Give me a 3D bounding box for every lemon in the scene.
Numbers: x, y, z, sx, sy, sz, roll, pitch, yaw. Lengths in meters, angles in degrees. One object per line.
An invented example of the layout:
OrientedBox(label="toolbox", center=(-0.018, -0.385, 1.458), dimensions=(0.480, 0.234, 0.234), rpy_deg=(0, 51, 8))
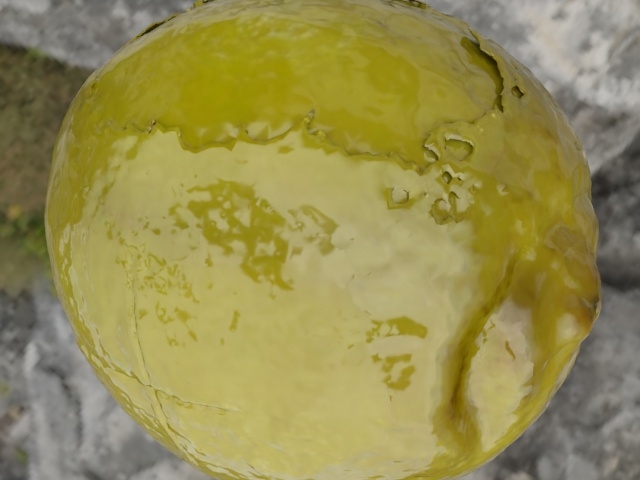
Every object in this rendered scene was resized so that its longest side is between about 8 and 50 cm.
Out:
OrientedBox(label="lemon", center=(0.000, -0.001, 0.826), dimensions=(0.297, 0.297, 0.297), rpy_deg=(19, 137, 18))
